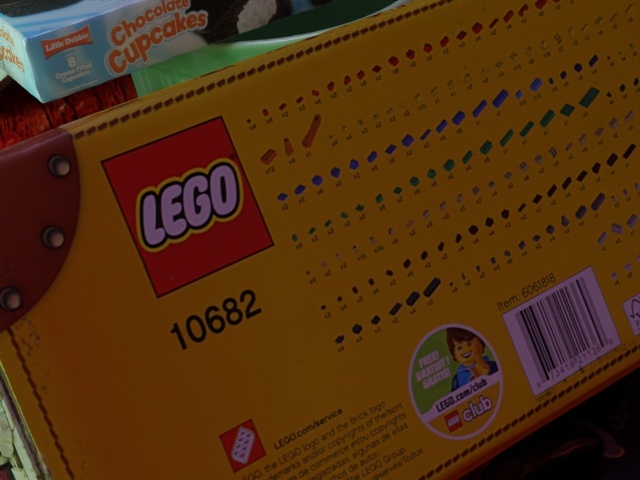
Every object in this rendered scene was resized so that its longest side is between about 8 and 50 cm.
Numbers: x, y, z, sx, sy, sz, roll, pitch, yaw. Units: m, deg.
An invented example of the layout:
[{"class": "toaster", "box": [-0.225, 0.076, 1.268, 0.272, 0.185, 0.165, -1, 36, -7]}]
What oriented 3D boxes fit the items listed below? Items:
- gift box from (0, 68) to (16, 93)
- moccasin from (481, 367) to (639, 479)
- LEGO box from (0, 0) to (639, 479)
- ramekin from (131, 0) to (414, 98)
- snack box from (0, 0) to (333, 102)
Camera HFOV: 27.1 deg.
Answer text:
[{"class": "gift box", "box": [-0.322, -0.273, 1.301, 0.258, 0.255, 0.276, -33, 19, 37]}, {"class": "moccasin", "box": [0.139, 0.130, 0.677, 0.116, 0.138, 0.342, 17, 33, 0]}, {"class": "LEGO box", "box": [0.000, 0.000, 0.721, 0.500, 0.193, 0.372, -25, 6, -31]}, {"class": "ramekin", "box": [-0.034, -0.174, 1.219, 0.303, 0.148, 0.303, -6, 31, 4]}, {"class": "snack box", "box": [-0.125, -0.218, 1.109, 0.322, 0.060, 0.187, -24, 34, -23]}]
